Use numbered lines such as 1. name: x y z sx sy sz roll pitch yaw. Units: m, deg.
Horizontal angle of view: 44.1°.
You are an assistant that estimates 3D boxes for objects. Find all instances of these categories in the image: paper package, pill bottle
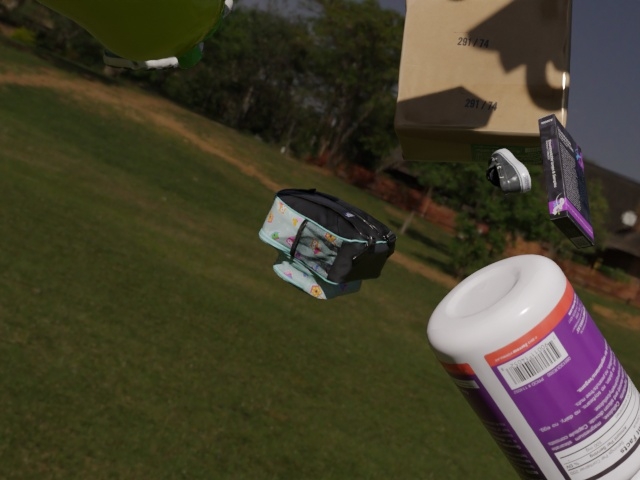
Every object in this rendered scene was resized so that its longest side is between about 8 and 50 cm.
1. paper package: 0.320 -0.314 1.556 0.325 0.309 0.168 4 -13 15
2. pill bottle: 0.283 0.188 0.971 0.323 0.181 0.181 55 -3 -13

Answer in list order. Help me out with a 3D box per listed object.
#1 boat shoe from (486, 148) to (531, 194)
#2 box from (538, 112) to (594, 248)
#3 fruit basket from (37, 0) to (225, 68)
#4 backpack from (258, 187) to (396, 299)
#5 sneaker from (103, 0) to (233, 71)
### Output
1. boat shoe: 0.252 -0.095 1.096 0.040 0.049 0.142 -15 16 1
2. box: 0.346 -0.083 1.115 0.029 0.162 0.116 -14 -29 32
3. fruit basket: -0.176 -0.301 0.527 0.392 0.282 0.392 23 2 -1
4. backpack: 0.000 0.000 1.240 0.188 0.144 0.166 38 25 24
5. sneaker: -0.187 -0.288 0.949 0.107 0.110 0.275 7 42 10
